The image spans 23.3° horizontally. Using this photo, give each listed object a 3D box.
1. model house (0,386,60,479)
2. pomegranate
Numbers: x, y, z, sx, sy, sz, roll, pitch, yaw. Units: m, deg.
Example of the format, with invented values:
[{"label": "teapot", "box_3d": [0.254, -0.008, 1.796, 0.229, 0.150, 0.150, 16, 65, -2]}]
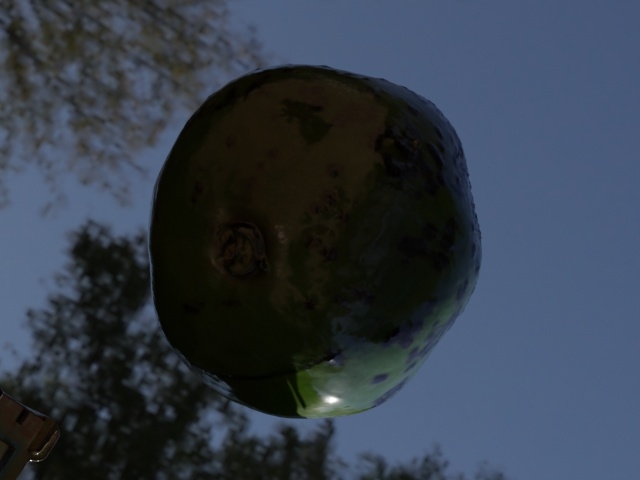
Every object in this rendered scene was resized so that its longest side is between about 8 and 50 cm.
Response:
[{"label": "model house", "box_3d": [-0.402, 0.158, 1.218, 0.244, 0.326, 0.169, -55, -153, -10]}, {"label": "pomegranate", "box_3d": [0.000, 0.000, 1.100, 0.254, 0.254, 0.270, -50, 169, 13]}]
